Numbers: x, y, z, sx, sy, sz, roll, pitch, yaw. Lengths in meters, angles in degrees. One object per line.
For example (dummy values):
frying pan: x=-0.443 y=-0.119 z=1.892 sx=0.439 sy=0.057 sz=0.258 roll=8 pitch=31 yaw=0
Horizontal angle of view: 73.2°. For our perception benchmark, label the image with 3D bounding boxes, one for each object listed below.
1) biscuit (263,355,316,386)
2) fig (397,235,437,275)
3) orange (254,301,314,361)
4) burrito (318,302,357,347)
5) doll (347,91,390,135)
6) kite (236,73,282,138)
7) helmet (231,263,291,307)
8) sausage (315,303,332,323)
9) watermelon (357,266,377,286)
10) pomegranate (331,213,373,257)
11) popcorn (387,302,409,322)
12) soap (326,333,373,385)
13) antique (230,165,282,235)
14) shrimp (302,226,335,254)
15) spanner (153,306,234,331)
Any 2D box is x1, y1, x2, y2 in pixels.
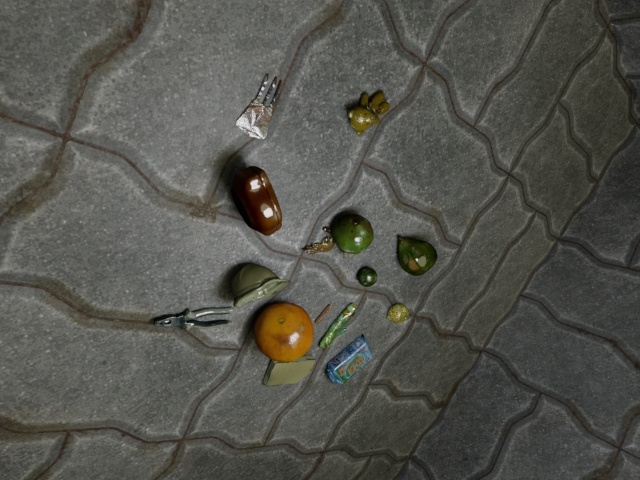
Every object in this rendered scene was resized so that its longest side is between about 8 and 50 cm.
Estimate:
biscuit: x=-0.151 y=0.642 z=2.135 sx=0.252 sy=0.052 sz=0.150 roll=7 pitch=113 yaw=-36
fig: x=0.480 y=0.064 z=2.216 sx=0.195 sy=0.195 sz=0.245 roll=-41 pitch=96 yaw=-11
orange: x=-0.157 y=0.397 z=1.866 sx=0.261 sy=0.261 sz=0.261 roll=-16 pitch=122 yaw=-28
burrito: x=0.101 y=0.447 z=2.214 sx=0.288 sy=0.054 sz=0.104 roll=-50 pitch=133 yaw=-5
doll: x=0.205 y=-0.525 z=1.752 sx=0.209 sy=0.097 sz=0.137 roll=-43 pitch=125 yaw=-16
kite: x=-0.210 y=-0.479 z=1.533 sx=0.127 sy=0.016 sz=0.229 roll=14 pitch=105 yaw=-43
helmet: x=-0.264 y=0.163 z=1.753 sx=0.258 sy=0.137 sz=0.204 roll=-12 pitch=158 yaw=-49
sausage: x=0.016 y=0.364 z=2.126 sx=0.116 sy=0.026 sz=0.026 roll=-50 pitch=131 yaw=-2
watermelon: x=0.238 y=0.181 z=2.138 sx=0.109 sy=0.109 sz=0.108 roll=-16 pitch=122 yaw=-28
pomegranate: x=0.139 y=-0.010 z=1.931 sx=0.187 sy=0.187 sz=0.225 roll=-21 pitch=150 yaw=-25
popcorn: x=0.438 y=0.409 z=2.396 sx=0.121 sy=0.106 sz=0.116 roll=24 pitch=89 yaw=-41
soap: x=0.161 y=0.656 z=2.346 sx=0.293 sy=0.077 sz=0.156 roll=-38 pitch=129 yaw=-13
antique: x=-0.230 y=-0.139 z=1.557 sx=0.129 sy=0.223 sz=0.278 roll=-31 pitch=143 yaw=-18
shrimp: x=0.001 y=0.001 z=1.920 sx=0.178 sy=0.034 sz=0.124 roll=-6 pitch=114 yaw=-35
spanner: x=-0.501 y=0.317 z=1.725 sx=0.325 sy=0.040 sz=0.095 roll=3 pitch=111 yaw=-38
